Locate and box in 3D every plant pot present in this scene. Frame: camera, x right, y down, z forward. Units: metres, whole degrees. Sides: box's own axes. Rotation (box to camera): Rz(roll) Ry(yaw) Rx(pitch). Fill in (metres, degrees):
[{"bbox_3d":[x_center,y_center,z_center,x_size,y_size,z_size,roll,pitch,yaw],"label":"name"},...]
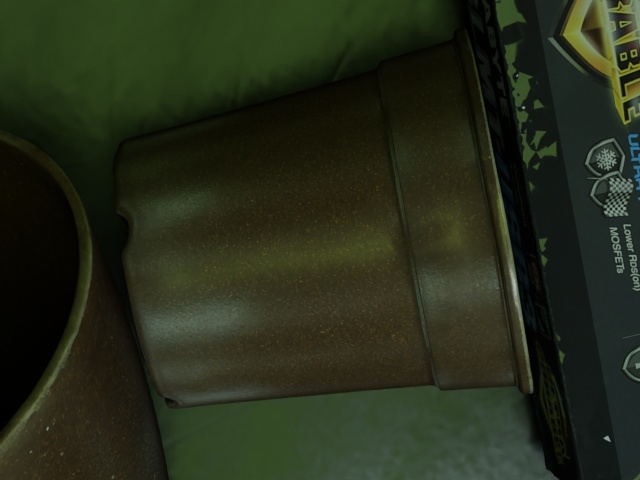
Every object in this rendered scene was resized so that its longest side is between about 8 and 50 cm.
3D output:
[{"bbox_3d":[0.000,0.000,0.869,0.165,0.167,0.167,-10,98,4],"label":"plant pot"},{"bbox_3d":[-0.152,0.106,0.827,0.215,0.215,0.230,-28,135,-2],"label":"plant pot"}]

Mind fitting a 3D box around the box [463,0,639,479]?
[{"bbox_3d":[0.229,-0.050,0.916,0.293,0.073,0.296,-12,99,-7],"label":"box"}]
